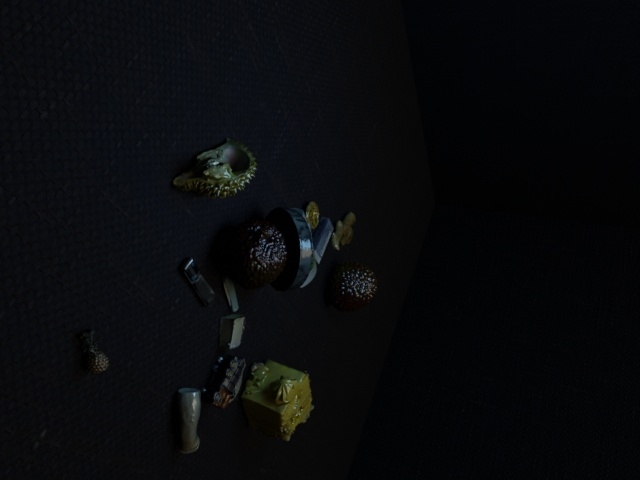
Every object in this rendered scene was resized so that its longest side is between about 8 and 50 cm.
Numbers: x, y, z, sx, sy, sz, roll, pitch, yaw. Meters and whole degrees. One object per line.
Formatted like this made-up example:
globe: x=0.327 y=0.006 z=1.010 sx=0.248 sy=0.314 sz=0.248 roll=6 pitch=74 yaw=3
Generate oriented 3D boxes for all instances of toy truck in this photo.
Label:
toy truck: x=-0.345 y=0.503 z=1.772 sx=0.092 sy=0.083 sz=0.192 roll=52 pitch=52 yaw=-40

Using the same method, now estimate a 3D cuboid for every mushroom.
mushroom: x=-0.438 y=0.601 z=1.641 sx=0.081 sy=0.092 sz=0.224 roll=-1 pitch=99 yaw=-20

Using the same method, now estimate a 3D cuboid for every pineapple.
pineapple: x=-0.589 y=0.281 z=1.266 sx=0.058 sy=0.058 sz=0.125 roll=-42 pitch=121 yaw=-52

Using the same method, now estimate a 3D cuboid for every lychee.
lychee: x=-0.231 y=0.055 z=1.717 sx=0.236 sy=0.235 sz=0.272 roll=-50 pitch=163 yaw=-46
lychee: x=0.168 y=0.243 z=2.562 sx=0.267 sy=0.267 sz=0.268 roll=-33 pitch=128 yaw=-57

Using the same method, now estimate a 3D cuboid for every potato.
potato: x=-0.325 y=0.332 z=1.801 sx=0.086 sy=0.061 sz=0.122 roll=-1 pitch=102 yaw=-64

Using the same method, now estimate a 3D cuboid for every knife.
knife: x=-0.327 y=0.192 z=1.786 sx=0.044 sy=0.023 sz=0.162 roll=-51 pitch=141 yaw=-49

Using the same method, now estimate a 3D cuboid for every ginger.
ginger: x=0.113 y=-0.038 z=2.531 sx=0.333 sy=0.081 sz=0.148 roll=-40 pitch=137 yaw=-61

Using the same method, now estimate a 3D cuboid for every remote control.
remote control: x=-0.399 y=0.139 z=1.615 sx=0.059 sy=0.028 sz=0.212 roll=-63 pitch=149 yaw=-34

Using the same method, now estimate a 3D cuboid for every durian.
durian: x=-0.313 y=-0.212 z=1.543 sx=0.306 sy=0.172 sz=0.167 roll=-42 pitch=111 yaw=-41

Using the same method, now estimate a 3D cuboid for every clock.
clock: x=-0.131 y=0.033 z=1.821 sx=0.061 sy=0.312 sz=0.313 roll=-2 pitch=102 yaw=-33

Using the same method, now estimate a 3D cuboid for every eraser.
eraser: x=0.000 y=0.000 z=2.362 sx=0.213 sy=0.046 sz=0.092 roll=-68 pitch=152 yaw=-24

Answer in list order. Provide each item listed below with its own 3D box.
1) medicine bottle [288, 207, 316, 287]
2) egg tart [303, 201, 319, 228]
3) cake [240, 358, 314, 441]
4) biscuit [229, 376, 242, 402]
medicine bottle: x=-0.101 y=0.027 z=2.083 sx=0.179 sy=0.124 sz=0.325 roll=-49 pitch=139 yaw=-46
egg tart: x=-0.047 y=-0.114 z=2.228 sx=0.128 sy=0.049 sz=0.129 roll=3 pitch=90 yaw=-65
cake: x=-0.176 y=0.631 z=2.018 sx=0.222 sy=0.227 sz=0.286 roll=-48 pitch=140 yaw=-47
biscuit: x=-0.345 y=0.549 z=1.881 sx=0.152 sy=0.020 sz=0.152 roll=-35 pitch=129 yaw=-58
